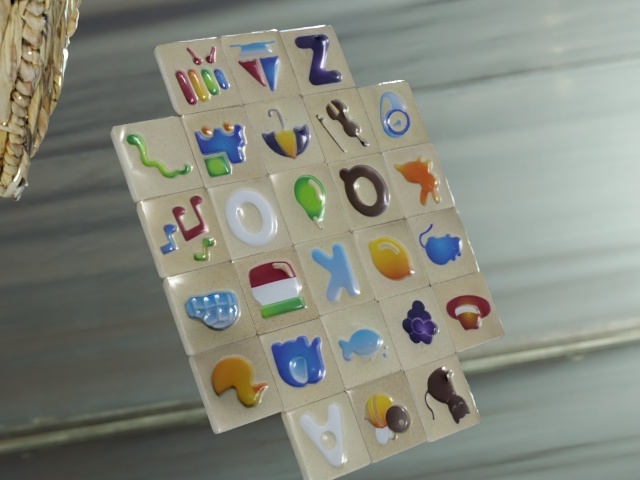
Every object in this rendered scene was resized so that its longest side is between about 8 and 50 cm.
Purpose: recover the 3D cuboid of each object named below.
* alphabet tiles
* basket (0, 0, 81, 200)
[{"bbox_3d":[0.000,0.000,0.999,0.011,0.285,0.342,-30,-102,51],"label":"alphabet tiles"},{"bbox_3d":[-0.243,-0.209,0.755,0.213,0.223,0.299,-86,-169,-50],"label":"basket"}]
